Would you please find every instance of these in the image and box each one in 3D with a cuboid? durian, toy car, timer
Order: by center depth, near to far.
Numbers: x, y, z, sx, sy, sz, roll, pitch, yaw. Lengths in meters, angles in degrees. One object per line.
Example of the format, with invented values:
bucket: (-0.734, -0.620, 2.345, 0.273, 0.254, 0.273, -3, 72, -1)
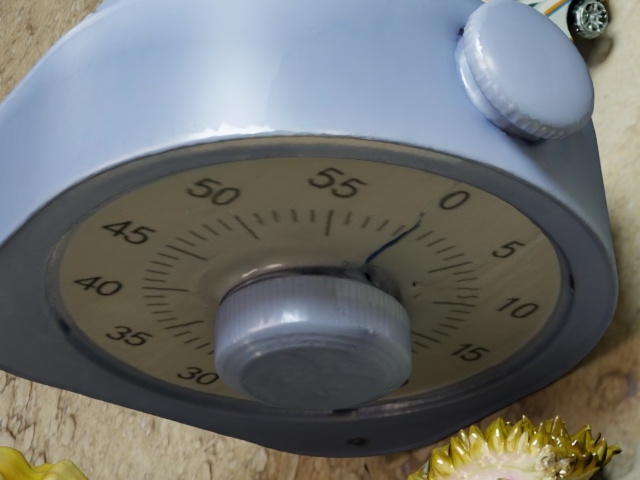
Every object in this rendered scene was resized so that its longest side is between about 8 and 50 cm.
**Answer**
durian: (0.071, 0.174, 0.749, 0.078, 0.140, 0.224, 46, 99, 14)
timer: (0.000, 0.000, 0.763, 0.395, 0.395, 0.173, -36, 43, 42)
toy car: (0.113, -0.121, 0.891, 0.205, 0.056, 0.095, -38, 14, -17)

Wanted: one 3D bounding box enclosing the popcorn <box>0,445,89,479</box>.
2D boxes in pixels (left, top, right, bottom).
popcorn: (-0.316, 0.345, 1.100, 0.354, 0.344, 0.390, -24, 9, -3)
